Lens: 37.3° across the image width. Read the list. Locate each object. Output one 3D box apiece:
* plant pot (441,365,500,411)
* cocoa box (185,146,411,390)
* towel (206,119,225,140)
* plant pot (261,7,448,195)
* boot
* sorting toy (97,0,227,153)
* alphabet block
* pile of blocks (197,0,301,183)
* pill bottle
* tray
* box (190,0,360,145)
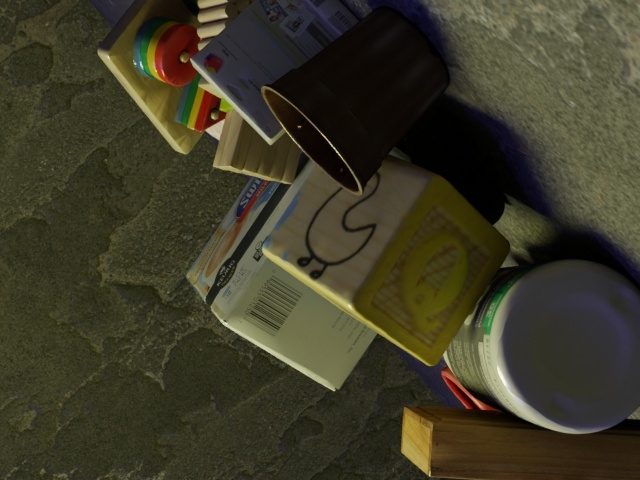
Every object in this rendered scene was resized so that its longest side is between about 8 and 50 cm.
[{"bbox_3d":[0.339,0.249,1.699,0.191,0.174,0.191,45,173,7],"label":"plant pot"},{"bbox_3d":[0.000,0.000,1.442,0.231,0.347,0.228,34,-179,-27],"label":"cocoa box"},{"bbox_3d":[-0.152,-0.231,1.907,0.317,0.053,0.332,36,166,-32],"label":"towel"},{"bbox_3d":[0.048,-0.167,1.089,0.167,0.165,0.167,47,174,6],"label":"plant pot"},{"bbox_3d":[0.147,-0.106,1.257,0.198,0.077,0.137,52,177,-31],"label":"boot"},{"bbox_3d":[-0.174,-0.291,1.445,0.089,0.255,0.257,24,162,31],"label":"sorting toy"},{"bbox_3d":[0.082,0.010,1.190,0.193,0.192,0.197,35,175,-42],"label":"alphabet block"},{"bbox_3d":[-0.108,-0.257,1.336,0.112,0.149,0.362,10,110,56],"label":"pile of blocks"},{"bbox_3d":[0.279,0.133,1.253,0.204,0.204,0.361,47,173,-1],"label":"pill bottle"},{"bbox_3d":[0.330,0.276,1.273,0.410,0.076,0.203,5,176,-5],"label":"tray"},{"bbox_3d":[-0.044,-0.234,1.183,0.145,0.186,0.038,45,174,5],"label":"box"}]
